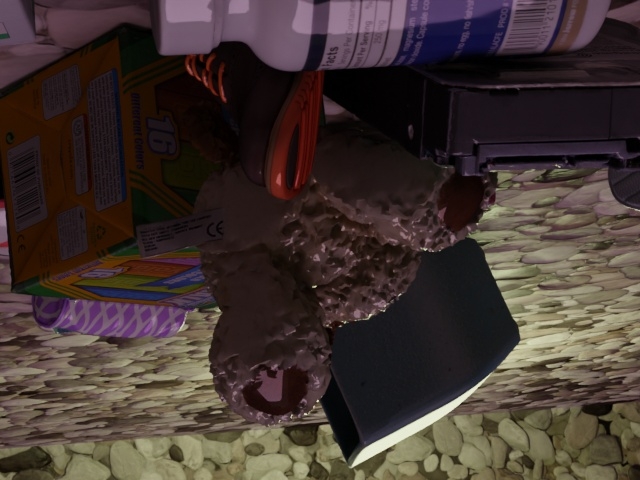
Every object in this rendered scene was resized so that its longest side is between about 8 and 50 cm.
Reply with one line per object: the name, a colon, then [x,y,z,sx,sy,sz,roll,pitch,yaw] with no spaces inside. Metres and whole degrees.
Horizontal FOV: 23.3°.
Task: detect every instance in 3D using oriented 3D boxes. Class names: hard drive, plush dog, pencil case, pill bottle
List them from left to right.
pencil case: [-0.257,0.077,1.931,0.206,0.086,0.088,5,174,-41]
plush dog: [0.000,0.000,1.181,0.262,0.210,0.225,-48,156,1]
pill bottle: [0.029,-0.179,0.923,0.265,0.153,0.153,-4,166,-10]
hard drive: [0.139,-0.116,1.093,0.237,0.064,0.339,-3,-163,-15]

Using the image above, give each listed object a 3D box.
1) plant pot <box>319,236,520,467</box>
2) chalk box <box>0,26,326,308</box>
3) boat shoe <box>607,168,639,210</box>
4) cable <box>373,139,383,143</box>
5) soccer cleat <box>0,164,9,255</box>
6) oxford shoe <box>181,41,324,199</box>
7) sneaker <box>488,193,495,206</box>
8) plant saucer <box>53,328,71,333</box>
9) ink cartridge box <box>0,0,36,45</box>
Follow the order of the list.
plant pot: [0.111,0.122,2.006,0.252,0.247,0.247,-21,167,-9]
chalk box: [-0.104,-0.048,1.329,0.289,0.180,0.179,6,161,-45]
boat shoe: [0.434,-0.097,1.548,0.302,0.109,0.094,-21,162,36]
cable: [-0.028,-0.045,1.498,0.287,0.139,0.072,-9,125,-9]
soccer cleat: [-0.380,-0.035,1.442,0.318,0.108,0.116,-6,146,4]
oxford shoe: [-0.049,-0.107,1.040,0.098,0.096,0.271,6,-153,-4]
sneaker: [0.115,-0.051,1.654,0.075,0.063,0.170,-25,163,36]
plant saucer: [-0.342,0.099,2.122,0.067,0.018,0.192,-6,167,-3]
ink cartridge box: [-0.288,-0.177,0.984,0.181,0.056,0.224,-7,168,-3]
